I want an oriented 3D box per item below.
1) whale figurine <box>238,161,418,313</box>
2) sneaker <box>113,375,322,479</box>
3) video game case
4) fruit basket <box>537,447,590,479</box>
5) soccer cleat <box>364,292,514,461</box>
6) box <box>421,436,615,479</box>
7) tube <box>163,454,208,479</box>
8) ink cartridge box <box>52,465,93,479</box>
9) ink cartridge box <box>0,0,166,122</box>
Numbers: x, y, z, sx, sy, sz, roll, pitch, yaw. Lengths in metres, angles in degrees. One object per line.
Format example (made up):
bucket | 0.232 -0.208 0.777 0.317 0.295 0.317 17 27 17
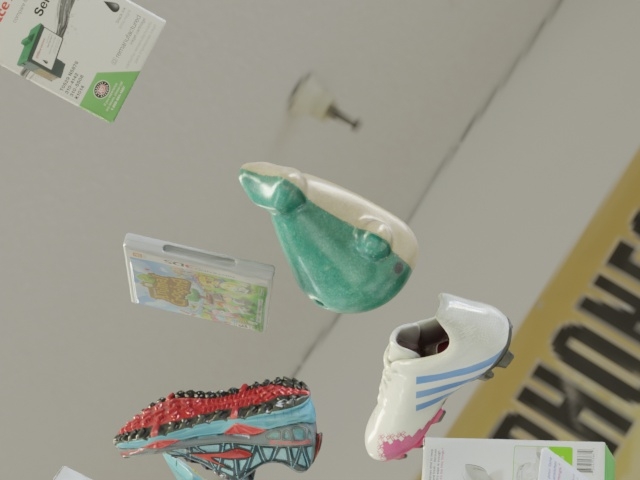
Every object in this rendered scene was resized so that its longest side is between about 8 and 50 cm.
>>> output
whale figurine | 0.000 0.000 1.793 0.272 0.216 0.141 35 -103 -42
sneaker | -0.125 0.249 1.679 0.104 0.261 0.125 -52 -52 -63
video game case | -0.159 0.059 1.850 0.212 0.193 0.023 101 -178 -68
fruit basket | 0.279 0.404 1.223 0.165 0.353 0.327 -35 29 42
soccer cleat | 0.129 0.184 1.955 0.331 0.143 0.116 -50 24 37
box | 0.239 0.382 1.727 0.127 0.231 0.262 47 -136 -64
tube | -0.172 0.371 2.050 0.052 0.080 0.207 -50 -39 -18
ink cartridge box | -0.358 0.436 2.098 0.072 0.127 0.175 -58 -8 -49
ink cartridge box | -0.342 -0.277 1.875 0.160 0.219 0.092 -62 15 2
